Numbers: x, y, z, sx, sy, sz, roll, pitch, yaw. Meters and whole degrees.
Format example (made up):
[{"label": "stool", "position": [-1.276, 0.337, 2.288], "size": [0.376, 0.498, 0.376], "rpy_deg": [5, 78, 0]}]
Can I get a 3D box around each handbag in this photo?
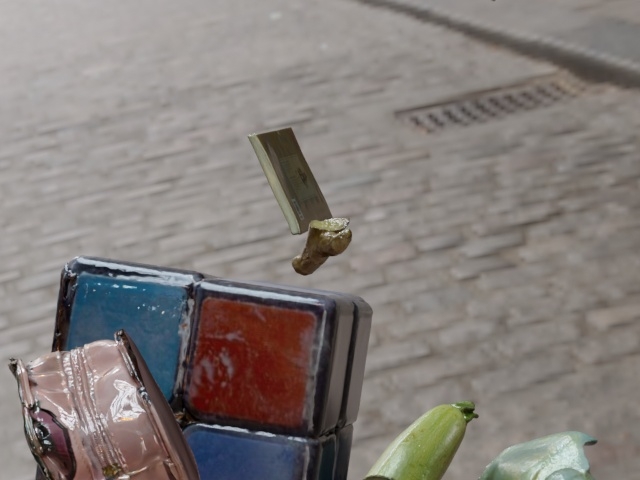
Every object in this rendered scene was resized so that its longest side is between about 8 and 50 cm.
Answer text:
[{"label": "handbag", "position": [-0.192, 0.176, 1.434], "size": [0.116, 0.179, 0.205], "rpy_deg": [-25, 31, -4]}]

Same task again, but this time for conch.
[{"label": "conch", "position": [0.175, 0.186, 1.218], "size": [0.065, 0.088, 0.180], "rpy_deg": [17, -6, -27]}]

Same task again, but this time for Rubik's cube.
[{"label": "Rubik's cube", "position": [-0.128, 0.196, 1.836], "size": [0.313, 0.318, 0.316], "rpy_deg": [8, -3, 9]}]

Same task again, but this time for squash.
[{"label": "squash", "position": [0.148, 0.281, 2.120], "size": [0.094, 0.094, 0.224], "rpy_deg": [3, 34, 39]}]

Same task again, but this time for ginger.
[{"label": "ginger", "position": [0.000, -0.001, 1.448], "size": [0.030, 0.048, 0.097], "rpy_deg": [22, -28, -21]}]

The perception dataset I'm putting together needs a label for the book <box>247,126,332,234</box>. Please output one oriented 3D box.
[{"label": "book", "position": [-0.036, -0.078, 2.037], "size": [0.016, 0.138, 0.199], "rpy_deg": [-25, 0, 13]}]
